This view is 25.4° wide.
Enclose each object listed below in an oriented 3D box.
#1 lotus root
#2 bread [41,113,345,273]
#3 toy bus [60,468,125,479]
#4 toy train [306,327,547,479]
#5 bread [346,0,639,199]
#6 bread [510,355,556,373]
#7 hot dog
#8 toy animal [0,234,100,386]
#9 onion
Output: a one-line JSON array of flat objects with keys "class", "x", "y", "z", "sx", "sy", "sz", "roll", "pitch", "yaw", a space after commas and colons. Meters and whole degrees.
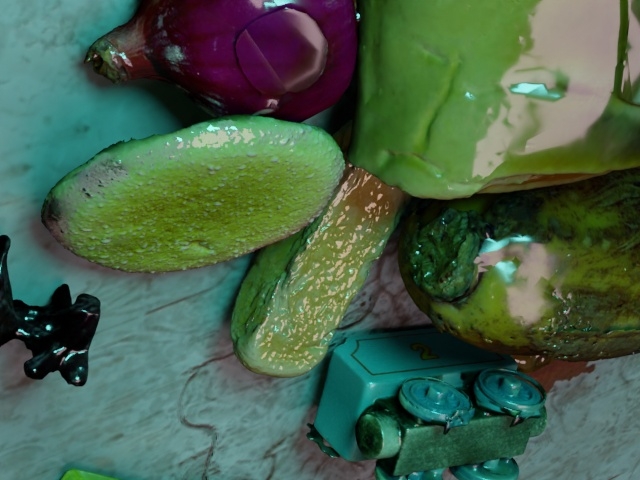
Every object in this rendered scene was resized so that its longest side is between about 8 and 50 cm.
[{"class": "lotus root", "x": 0.226, "y": 0.009, "z": 1.249, "sx": 0.397, "sy": 0.196, "sz": 0.179, "roll": -1, "pitch": 110, "yaw": -45}, {"class": "bread", "x": -0.090, "y": -0.026, "z": 1.057, "sx": 0.228, "sy": 0.033, "sz": 0.228, "roll": -14, "pitch": 159, "yaw": -5}, {"class": "toy bus", "x": -0.131, "y": 0.303, "z": 1.268, "sx": 0.262, "sy": 0.128, "sz": 0.150, "roll": 22, "pitch": 106, "yaw": -41}, {"class": "toy train", "x": 0.101, "y": 0.154, "z": 1.298, "sx": 0.203, "sy": 0.163, "sz": 0.112, "roll": -1, "pitch": 118, "yaw": -35}, {"class": "bread", "x": 0.184, "y": -0.204, "z": 1.055, "sx": 0.300, "sy": 0.210, "sz": 0.341, "roll": -6, "pitch": 109, "yaw": -38}, {"class": "bread", "x": 0.197, "y": 0.086, "z": 1.390, "sx": 0.066, "sy": 0.060, "sz": 0.110, "roll": -61, "pitch": 138, "yaw": -24}, {"class": "hot dog", "x": 0.000, "y": 0.000, "z": 1.185, "sx": 0.084, "sy": 0.073, "sz": 0.242, "roll": 20, "pitch": 102, "yaw": -41}, {"class": "toy animal", "x": -0.274, "y": 0.061, "z": 1.035, "sx": 0.210, "sy": 0.121, "sz": 0.117, "roll": -7, "pitch": 104, "yaw": -23}, {"class": "onion", "x": -0.063, "y": -0.145, "z": 1.004, "sx": 0.198, "sy": 0.135, "sz": 0.173, "roll": -27, "pitch": 126, "yaw": -12}]
